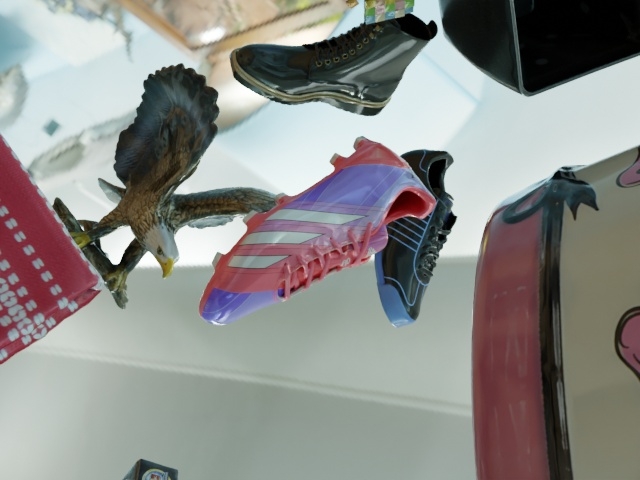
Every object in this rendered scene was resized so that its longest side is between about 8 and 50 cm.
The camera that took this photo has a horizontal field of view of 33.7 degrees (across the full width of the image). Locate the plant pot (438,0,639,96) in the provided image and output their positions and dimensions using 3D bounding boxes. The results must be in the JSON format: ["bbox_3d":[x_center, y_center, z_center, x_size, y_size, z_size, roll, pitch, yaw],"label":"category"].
[{"bbox_3d":[0.213,-0.270,1.061,0.188,0.187,0.167,-21,-156,-22],"label":"plant pot"}]

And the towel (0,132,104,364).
[{"bbox_3d":[-0.230,0.012,0.301,0.275,0.199,0.031,-35,178,-25],"label":"towel"}]

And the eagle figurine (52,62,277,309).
[{"bbox_3d":[-0.171,-0.047,1.245,0.298,0.226,0.225,-37,-108,16],"label":"eagle figurine"}]

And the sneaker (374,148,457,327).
[{"bbox_3d":[0.124,-0.008,1.327,0.090,0.081,0.232,-8,-109,28],"label":"sneaker"}]

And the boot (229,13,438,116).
[{"bbox_3d":[0.014,-0.211,1.142,0.137,0.198,0.077,-48,-132,47],"label":"boot"}]

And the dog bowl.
[{"bbox_3d":[0.199,0.132,0.615,0.150,0.408,0.408,-8,-132,19],"label":"dog bowl"}]

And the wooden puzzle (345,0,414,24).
[{"bbox_3d":[0.064,-0.229,0.998,0.083,0.049,0.006,-14,-125,-7],"label":"wooden puzzle"}]

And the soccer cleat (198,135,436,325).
[{"bbox_3d":[0.000,0.000,0.900,0.248,0.095,0.083,-41,163,-36],"label":"soccer cleat"}]

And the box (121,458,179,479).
[{"bbox_3d":[-0.272,0.444,1.369,0.270,0.060,0.216,-50,-152,38],"label":"box"}]
